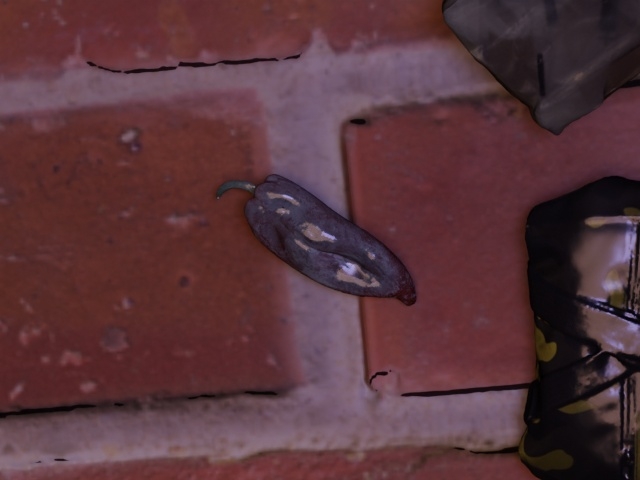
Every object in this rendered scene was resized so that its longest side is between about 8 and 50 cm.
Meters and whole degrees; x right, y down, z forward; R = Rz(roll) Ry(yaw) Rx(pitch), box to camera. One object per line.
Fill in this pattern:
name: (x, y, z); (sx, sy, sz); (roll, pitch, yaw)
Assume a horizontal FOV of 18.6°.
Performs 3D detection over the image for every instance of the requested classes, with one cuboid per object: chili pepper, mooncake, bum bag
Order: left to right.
chili pepper: (-0.001, 0.001, 1.312); (0.153, 0.041, 0.050); (36, 143, 1)
mooncake: (0.158, -0.148, 1.247); (0.130, 0.073, 0.125); (-37, 109, 21)
bum bag: (0.184, 0.073, 1.287); (0.106, 0.060, 0.233); (5, 97, 16)
